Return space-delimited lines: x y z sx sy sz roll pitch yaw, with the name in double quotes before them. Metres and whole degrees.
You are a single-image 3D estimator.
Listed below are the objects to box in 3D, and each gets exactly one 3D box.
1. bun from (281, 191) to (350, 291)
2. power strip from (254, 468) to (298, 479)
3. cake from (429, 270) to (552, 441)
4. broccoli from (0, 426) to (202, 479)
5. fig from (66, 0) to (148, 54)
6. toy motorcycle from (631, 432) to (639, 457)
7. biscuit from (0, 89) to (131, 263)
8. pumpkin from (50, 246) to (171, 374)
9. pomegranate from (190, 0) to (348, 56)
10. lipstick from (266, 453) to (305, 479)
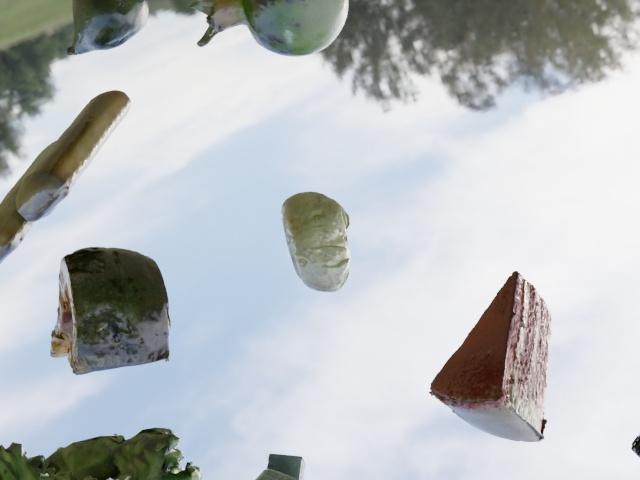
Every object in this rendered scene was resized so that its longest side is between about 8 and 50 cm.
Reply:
"bun" 0.000 0.000 1.717 0.111 0.164 0.188 -12 -161 -6
"power strip" -0.074 0.392 1.593 0.080 0.029 0.227 24 -174 8
"cake" 0.298 0.207 1.801 0.159 0.158 0.262 -17 -137 37
"broccoli" -0.262 0.315 0.995 0.338 0.277 0.317 -3 164 -8
"fig" -0.318 -0.324 1.542 0.117 0.117 0.177 -36 176 -40
"toy motorcycle" 0.614 0.407 1.489 0.169 0.410 0.237 -52 -152 13
"biscuit" -0.407 -0.099 1.591 0.237 0.062 0.291 -36 -160 36
"pumpkin" -0.310 0.139 1.532 0.139 0.280 0.190 -6 -131 -23
"pomegranate" -0.065 -0.307 1.330 0.220 0.156 0.156 0 -156 21
"lipstick" -0.081 0.549 1.902 0.068 0.066 0.317 4 -119 7
